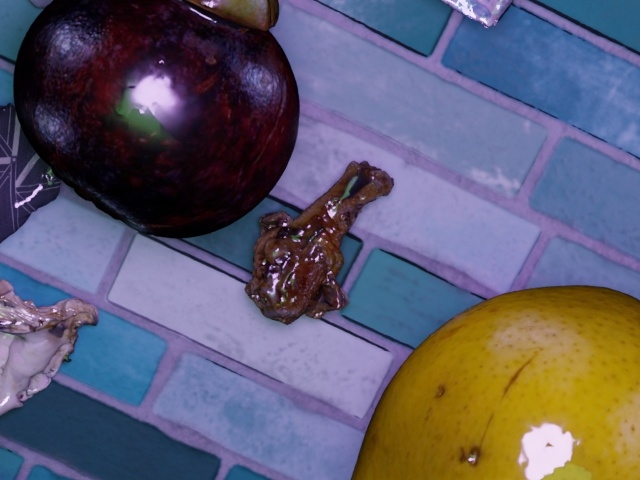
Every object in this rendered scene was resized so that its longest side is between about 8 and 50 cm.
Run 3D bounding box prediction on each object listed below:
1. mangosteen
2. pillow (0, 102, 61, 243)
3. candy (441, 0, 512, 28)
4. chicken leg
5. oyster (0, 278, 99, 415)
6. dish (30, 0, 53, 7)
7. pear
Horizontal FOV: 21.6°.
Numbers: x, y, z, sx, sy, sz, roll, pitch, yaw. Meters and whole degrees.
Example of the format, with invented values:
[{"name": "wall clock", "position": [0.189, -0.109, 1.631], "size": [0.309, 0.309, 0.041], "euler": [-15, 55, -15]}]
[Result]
[{"name": "mangosteen", "position": [-0.149, -0.153, 1.672], "size": [0.300, 0.300, 0.300], "euler": [0, 104, 2]}, {"name": "pillow", "position": [-0.443, -0.075, 1.792], "size": [0.335, 0.092, 0.161], "euler": [5, 100, 0]}, {"name": "candy", "position": [0.132, -0.286, 1.721], "size": [0.160, 0.092, 0.073], "euler": [32, 104, -4]}, {"name": "chicken leg", "position": [-0.007, -0.002, 1.808], "size": [0.125, 0.080, 0.196], "euler": [18, 96, -13]}, {"name": "oyster", "position": [-0.337, 0.114, 1.852], "size": [0.191, 0.081, 0.163], "euler": [-11, 128, -11]}, {"name": "dish", "position": [-0.285, -0.379, 1.720], "size": [0.182, 0.080, 0.243], "euler": [-29, 100, 9]}, {"name": "pear", "position": [0.225, 0.237, 1.710], "size": [0.418, 0.362, 0.362], "euler": [-39, 100, -12]}]
